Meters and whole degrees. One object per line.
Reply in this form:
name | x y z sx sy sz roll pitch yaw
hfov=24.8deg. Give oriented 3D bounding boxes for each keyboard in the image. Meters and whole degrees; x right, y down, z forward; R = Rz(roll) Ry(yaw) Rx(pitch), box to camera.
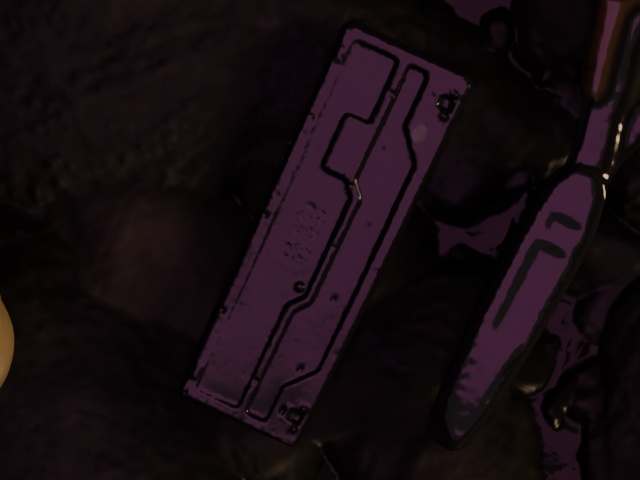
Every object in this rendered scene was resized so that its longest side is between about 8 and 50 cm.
keyboard | 0.000 0.000 0.532 0.053 0.010 0.155 26 101 -1

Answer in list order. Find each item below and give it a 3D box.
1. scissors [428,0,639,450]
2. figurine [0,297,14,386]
scissors | 0.093 -0.020 0.520 0.088 0.017 0.220 25 101 -5
figurine | -0.183 0.070 0.517 0.108 0.114 0.196 17 114 -24
